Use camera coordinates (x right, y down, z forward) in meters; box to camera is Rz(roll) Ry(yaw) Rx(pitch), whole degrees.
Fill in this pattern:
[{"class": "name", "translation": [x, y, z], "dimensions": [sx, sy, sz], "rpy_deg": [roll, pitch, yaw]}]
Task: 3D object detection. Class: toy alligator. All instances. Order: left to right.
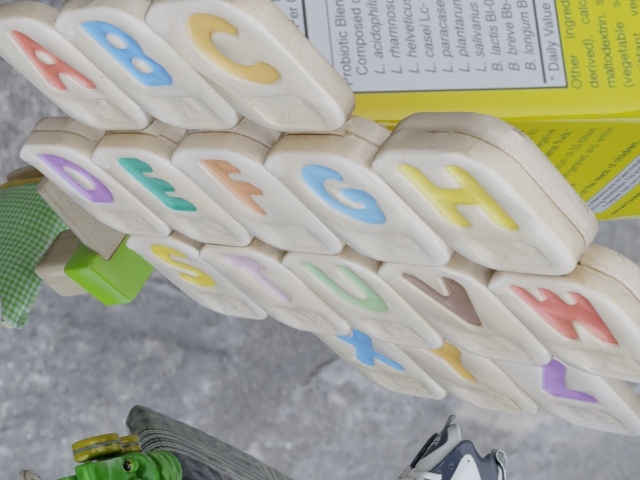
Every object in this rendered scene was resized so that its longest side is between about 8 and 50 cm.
[{"class": "toy alligator", "translation": [-0.116, 0.138, 0.844], "dimensions": [0.051, 0.056, 0.190], "rpy_deg": [-16, 169, 7]}]

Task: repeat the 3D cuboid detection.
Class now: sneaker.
[{"class": "sneaker", "translation": [0.097, 0.254, 1.539], "dimensions": [0.235, 0.094, 0.153], "rpy_deg": [8, 86, -12]}]

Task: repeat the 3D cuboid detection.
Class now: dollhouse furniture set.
[{"class": "dollhouse furniture set", "translation": [-0.270, -0.041, 1.313], "dimensions": [0.302, 0.197, 0.151], "rpy_deg": [-10, 128, 41]}]

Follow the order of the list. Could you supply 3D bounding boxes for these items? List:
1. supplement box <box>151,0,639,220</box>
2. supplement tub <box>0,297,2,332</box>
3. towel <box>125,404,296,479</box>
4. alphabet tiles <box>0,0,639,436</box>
[{"class": "supplement box", "translation": [0.090, -0.123, 0.812], "dimensions": [0.357, 0.194, 0.195], "rpy_deg": [-2, 164, -11]}, {"class": "supplement tub", "translation": [-0.349, 0.008, 1.027], "dimensions": [0.235, 0.325, 0.235], "rpy_deg": [-9, 132, -11]}, {"class": "towel", "translation": [0.009, 0.267, 1.088], "dimensions": [0.324, 0.312, 0.056], "rpy_deg": [32, 96, -28]}, {"class": "alphabet tiles", "translation": [0.000, 0.000, 0.584], "dimensions": [0.278, 0.284, 0.021], "rpy_deg": [44, 65, -35]}]
